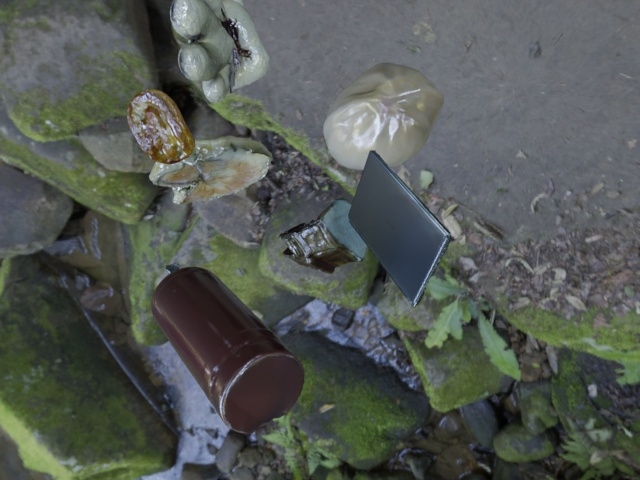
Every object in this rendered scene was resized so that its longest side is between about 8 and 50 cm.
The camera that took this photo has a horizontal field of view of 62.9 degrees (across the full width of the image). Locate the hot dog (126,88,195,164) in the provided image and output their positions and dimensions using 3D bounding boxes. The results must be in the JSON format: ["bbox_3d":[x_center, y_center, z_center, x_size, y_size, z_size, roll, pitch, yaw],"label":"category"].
[{"bbox_3d":[-0.299,-0.212,0.989,0.099,0.065,0.147,-19,120,5],"label":"hot dog"}]

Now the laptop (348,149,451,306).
[{"bbox_3d":[0.096,-0.018,0.689,0.180,0.016,0.129,55,143,36],"label":"laptop"}]

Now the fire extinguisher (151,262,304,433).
[{"bbox_3d":[-0.155,0.128,0.738,0.337,0.114,0.135,33,135,49],"label":"fire extinguisher"}]

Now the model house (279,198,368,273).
[{"bbox_3d":[-0.004,-0.003,0.938,0.152,0.165,0.106,-23,53,31],"label":"model house"}]

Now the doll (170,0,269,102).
[{"bbox_3d":[-0.168,-0.329,0.888,0.149,0.278,0.175,28,111,-2],"label":"doll"}]

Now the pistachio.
[{"bbox_3d":[0.122,-0.253,1.130,0.332,0.226,0.207,-25,75,58],"label":"pistachio"}]

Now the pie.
[{"bbox_3d":[-0.277,-0.184,1.381,0.337,0.337,0.075,-24,76,25],"label":"pie"}]
